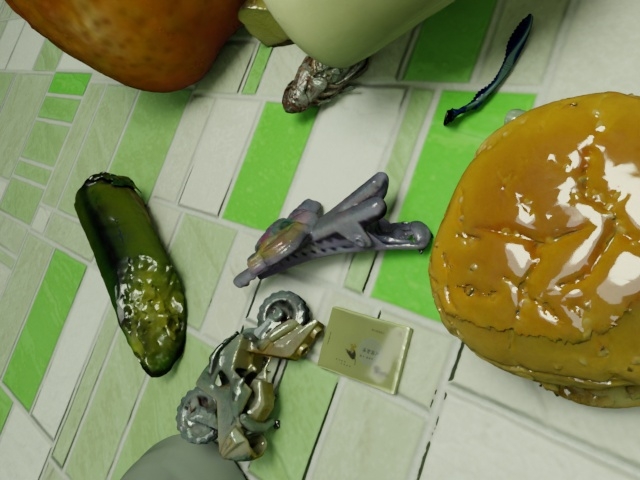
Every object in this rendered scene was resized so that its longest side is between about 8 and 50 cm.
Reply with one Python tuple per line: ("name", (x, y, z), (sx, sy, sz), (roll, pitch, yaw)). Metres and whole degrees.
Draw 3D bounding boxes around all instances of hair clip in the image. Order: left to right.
("hair clip", (-0.004, -0.011, 0.625), (0.278, 0.090, 0.137), (-13, 33, 29))

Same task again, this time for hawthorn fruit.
("hawthorn fruit", (-0.333, -0.488, 0.806), (0.471, 0.472, 0.472), (-12, 68, 32))

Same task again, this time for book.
("book", (0.050, 0.127, 0.582), (0.111, 0.014, 0.077), (10, 81, 38))

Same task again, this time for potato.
("potato", (-0.077, -0.369, 0.786), (0.096, 0.103, 0.066), (1, 78, 35))

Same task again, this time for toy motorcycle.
("toy motorcycle", (-0.078, 0.177, 0.617), (0.130, 0.094, 0.229), (37, 84, 33))

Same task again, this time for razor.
("razor", (0.202, -0.196, 0.575), (0.028, 0.044, 0.154), (40, 98, 7))

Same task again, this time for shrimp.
("shrimp", (0.021, -0.247, 0.698), (0.190, 0.075, 0.073), (-29, 27, 13))

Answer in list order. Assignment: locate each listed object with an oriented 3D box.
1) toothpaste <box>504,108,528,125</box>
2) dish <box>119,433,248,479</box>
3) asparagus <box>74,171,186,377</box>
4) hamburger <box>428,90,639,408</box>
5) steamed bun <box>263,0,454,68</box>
("toothpaste", (0.284, -0.095, 0.476), (0.216, 0.037, 0.062), (24, 89, 35))
("dish", (-0.216, 0.415, 0.619), (0.316, 0.106, 0.316), (-13, 68, 33))
("asparagus", (-0.311, 0.039, 0.816), (0.128, 0.108, 0.382), (-45, 56, 13))
("hamburger", (0.211, 0.014, 0.410), (0.244, 0.163, 0.244), (-11, 70, 31))
("steamed bun", (0.088, -0.448, 0.520), (0.371, 0.290, 0.456), (-21, 43, 34))
